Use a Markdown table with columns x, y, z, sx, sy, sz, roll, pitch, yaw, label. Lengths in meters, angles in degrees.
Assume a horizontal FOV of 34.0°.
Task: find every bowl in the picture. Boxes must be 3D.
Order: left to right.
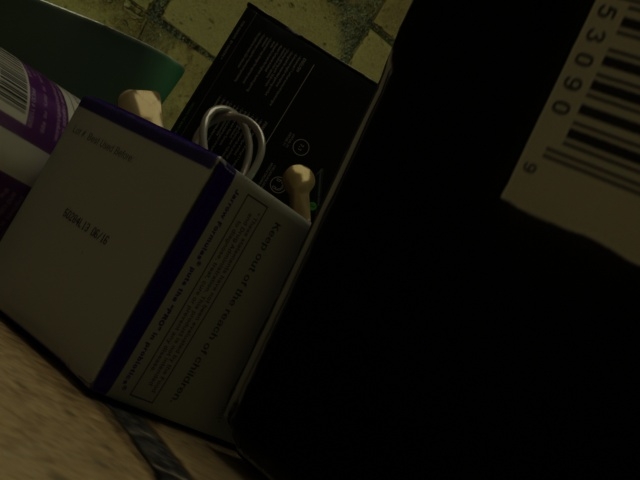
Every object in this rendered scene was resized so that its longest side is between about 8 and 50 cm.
| x | y | z | sx | sy | sz | roll | pitch | yaw | label |
| --- | --- | --- | --- | --- | --- | --- | --- | --- | --- |
| -0.302 | -0.139 | 0.985 | 0.311 | 0.163 | 0.311 | 19 | 1 | 0 | bowl |

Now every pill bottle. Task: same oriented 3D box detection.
| x | y | z | sx | sy | sz | roll | pitch | yaw | label |
| --- | --- | --- | --- | --- | --- | --- | --- | --- | --- |
| -0.156 | -0.029 | 0.556 | 0.108 | 0.108 | 0.193 | 28 | -5 | 43 | pill bottle |

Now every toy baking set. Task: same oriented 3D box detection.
| x | y | z | sx | sy | sz | roll | pitch | yaw | label |
| --- | --- | --- | --- | --- | --- | --- | --- | --- | --- |
| -0.049 | 0.008 | 0.719 | 0.256 | 0.197 | 0.030 | 27 | -31 | -8 | toy baking set |

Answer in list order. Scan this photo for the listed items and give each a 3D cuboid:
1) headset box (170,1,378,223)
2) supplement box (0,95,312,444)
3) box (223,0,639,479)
| x | y | z | sx | sy | sz | roll | pitch | yaw | label |
| --- | --- | --- | --- | --- | --- | --- | --- | --- | --- |
| 0.000 | 0.000 | 0.833 | 0.283 | 0.246 | 0.131 | 30 | -4 | -2 | headset box |
| -0.041 | 0.035 | 0.535 | 0.111 | 0.114 | 0.220 | 27 | -4 | 42 | supplement box |
| 0.290 | -0.025 | 0.506 | 0.471 | 0.480 | 0.297 | 18 | 9 | -47 | box |
